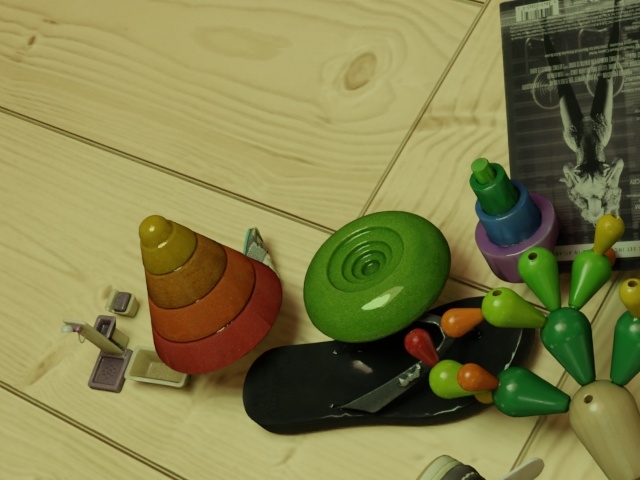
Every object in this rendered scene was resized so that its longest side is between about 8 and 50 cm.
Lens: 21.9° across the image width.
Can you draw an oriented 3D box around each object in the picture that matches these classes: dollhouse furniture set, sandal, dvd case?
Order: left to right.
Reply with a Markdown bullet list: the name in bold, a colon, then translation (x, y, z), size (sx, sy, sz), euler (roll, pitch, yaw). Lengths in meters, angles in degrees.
- **dollhouse furniture set**: translation (-0.164, 0.078, 1.436), size (0.114, 0.081, 0.091), euler (5, 65, 32)
- **sandal**: translation (0.048, 0.103, 1.314), size (0.254, 0.054, 0.097), euler (-17, 55, 21)
- **dvd case**: translation (0.213, -0.085, 1.270), size (0.164, 0.018, 0.221), euler (-5, 88, 43)

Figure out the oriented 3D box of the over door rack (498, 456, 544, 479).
- **over door rack**: translation (0.300, 0.169, 0.987), size (0.324, 0.239, 0.108), euler (-26, 44, 5)

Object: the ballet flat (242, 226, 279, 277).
- **ballet flat**: translation (-0.056, 0.043, 1.429), size (0.041, 0.041, 0.114), euler (-2, 61, 29)

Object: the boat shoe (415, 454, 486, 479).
- **boat shoe**: translation (0.077, 0.295, 1.156), size (0.092, 0.103, 0.285), euler (10, 71, 29)

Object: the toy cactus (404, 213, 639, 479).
- **toy cactus**: translation (0.186, 0.090, 1.205), size (0.219, 0.112, 0.180), euler (-26, 85, 10)

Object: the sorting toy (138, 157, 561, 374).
- **sorting toy**: translation (0.000, 0.000, 1.299), size (0.365, 0.126, 0.127), euler (-13, 44, 23)
